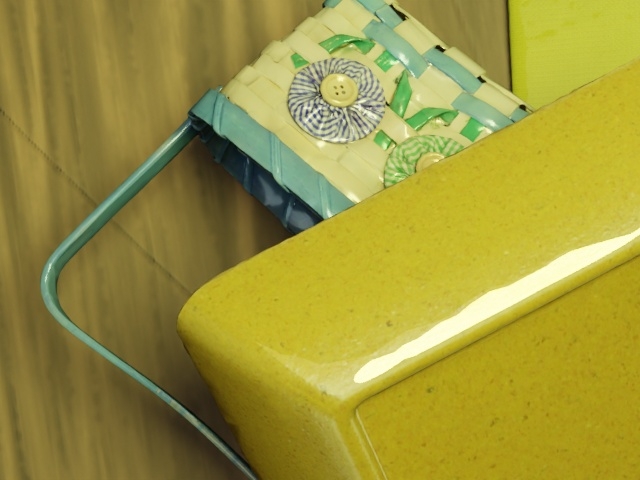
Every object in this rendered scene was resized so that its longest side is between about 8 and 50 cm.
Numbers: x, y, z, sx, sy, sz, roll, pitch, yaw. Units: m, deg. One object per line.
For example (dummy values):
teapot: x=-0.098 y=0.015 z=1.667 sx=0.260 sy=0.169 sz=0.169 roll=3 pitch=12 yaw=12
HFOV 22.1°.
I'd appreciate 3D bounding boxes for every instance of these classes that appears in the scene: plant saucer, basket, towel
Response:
plant saucer: x=0.131 y=0.097 z=0.926 sx=0.332 sy=0.081 sz=0.333 roll=-27 pitch=126 yaw=-4
basket: x=0.000 y=0.000 z=1.021 sx=0.254 sy=0.201 sz=0.289 roll=38 pitch=89 yaw=10
towel: x=0.175 y=-0.183 z=1.105 sx=0.102 sy=0.021 sz=0.237 roll=-3 pitch=84 yaw=12
